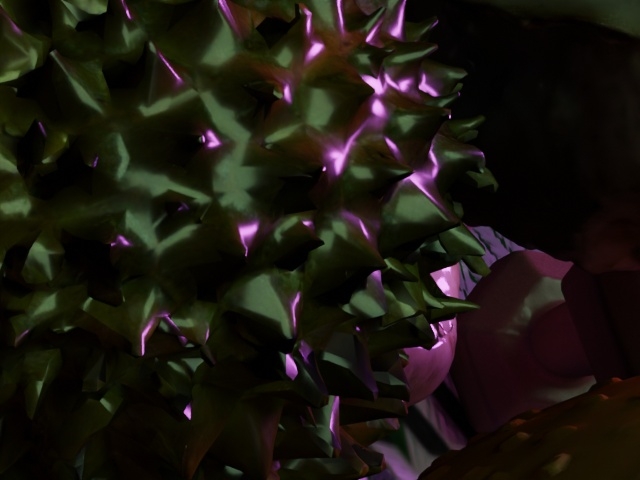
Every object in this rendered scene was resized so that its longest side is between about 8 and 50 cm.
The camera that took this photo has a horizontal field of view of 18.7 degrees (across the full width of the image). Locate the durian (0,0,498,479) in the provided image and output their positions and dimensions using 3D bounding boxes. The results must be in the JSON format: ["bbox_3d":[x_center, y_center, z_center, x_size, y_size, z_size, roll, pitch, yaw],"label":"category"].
[{"bbox_3d":[-0.095,-0.010,0.536,0.293,0.258,0.258,11,53,-34],"label":"durian"}]

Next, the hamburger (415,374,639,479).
[{"bbox_3d":[0.091,0.159,0.589,0.212,0.274,0.274,53,33,-3],"label":"hamburger"}]

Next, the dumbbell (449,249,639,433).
[{"bbox_3d":[0.115,0.035,0.774,0.092,0.231,0.082,11,78,-9],"label":"dumbbell"}]

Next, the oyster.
[{"bbox_3d":[0.032,-0.087,0.651,0.341,0.166,0.110,40,71,15],"label":"oyster"}]

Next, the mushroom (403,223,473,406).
[{"bbox_3d":[0.000,0.000,0.740,0.154,0.122,0.154,35,43,-39],"label":"mushroom"}]
